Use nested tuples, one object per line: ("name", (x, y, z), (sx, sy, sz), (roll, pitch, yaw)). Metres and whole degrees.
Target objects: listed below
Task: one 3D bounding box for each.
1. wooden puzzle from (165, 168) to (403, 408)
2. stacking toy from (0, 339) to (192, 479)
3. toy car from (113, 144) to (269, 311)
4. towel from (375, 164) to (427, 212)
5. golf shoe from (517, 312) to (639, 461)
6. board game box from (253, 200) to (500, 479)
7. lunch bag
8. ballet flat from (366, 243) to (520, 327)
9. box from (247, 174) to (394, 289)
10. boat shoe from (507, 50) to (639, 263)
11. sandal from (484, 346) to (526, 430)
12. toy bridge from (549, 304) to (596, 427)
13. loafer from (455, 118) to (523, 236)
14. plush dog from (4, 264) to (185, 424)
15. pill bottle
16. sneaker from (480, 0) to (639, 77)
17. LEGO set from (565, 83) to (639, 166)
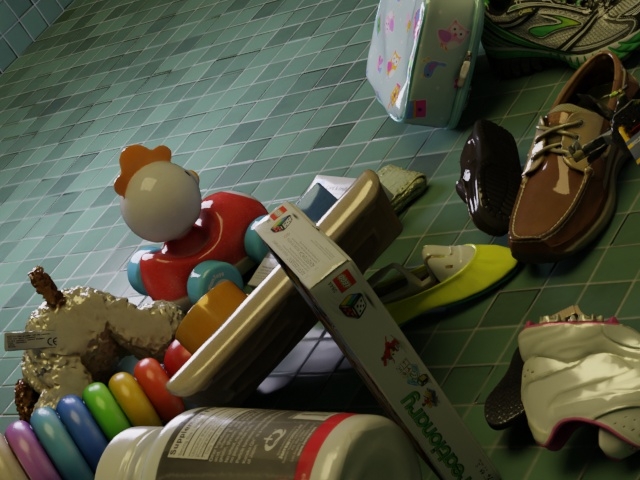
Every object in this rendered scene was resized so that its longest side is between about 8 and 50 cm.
("wooden puzzle", (-0.046, 0.057, 1.893), (0.322, 0.080, 0.348), (-47, -10, -2))
("stacking toy", (-0.254, 0.224, 2.060), (0.330, 0.141, 0.141), (-31, 25, -11))
("toy car", (-0.190, -0.043, 2.287), (0.210, 0.238, 0.219), (-39, 26, -23))
("towel", (0.070, -0.047, 2.244), (0.148, 0.027, 0.110), (-42, 26, -13))
("golf shoe", (0.333, 0.142, 1.549), (0.306, 0.115, 0.140), (-2, 75, 30))
("board game box", (0.056, 0.112, 1.661), (0.053, 0.305, 0.193), (-37, 25, -4))
("lunch bag", (0.153, -0.295, 2.357), (0.107, 0.224, 0.279), (9, 22, -15))
("ballet flat", (0.122, 0.049, 1.958), (0.231, 0.077, 0.077), (-26, 26, 16))
("box", (0.000, 0.000, 2.187), (0.145, 0.038, 0.186), (9, 61, 55))
("boat shoe", (0.297, -0.107, 1.963), (0.122, 0.120, 0.324), (-3, 39, 35))
("sandal", (0.220, 0.155, 1.718), (0.067, 0.040, 0.179), (-14, 17, 25))
("toy bridge", (0.286, 0.123, 1.697), (0.063, 0.026, 0.188), (-28, 27, 10))
("loafer", (0.214, -0.066, 2.074), (0.078, 0.080, 0.220), (-58, 13, 32))
("plush dog", (-0.342, 0.146, 2.243), (0.262, 0.210, 0.225), (-44, 1, -24))
("pill bottle", (-0.070, 0.258, 1.662), (0.318, 0.176, 0.176), (-2, 39, 36))
("sneaker", (0.338, -0.317, 2.263), (0.343, 0.146, 0.134), (-3, 39, 46))
("LEGO set", (0.429, -0.090, 1.611), (0.255, 0.331, 0.192), (-49, 20, 18))
